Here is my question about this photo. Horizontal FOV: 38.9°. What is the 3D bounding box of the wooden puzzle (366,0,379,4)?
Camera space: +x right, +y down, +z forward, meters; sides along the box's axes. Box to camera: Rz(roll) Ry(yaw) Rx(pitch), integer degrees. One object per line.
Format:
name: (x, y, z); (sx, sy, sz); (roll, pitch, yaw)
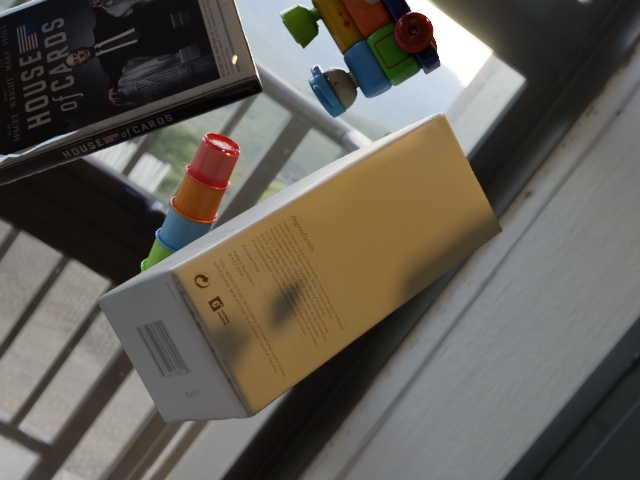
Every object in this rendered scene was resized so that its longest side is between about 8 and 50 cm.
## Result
wooden puzzle: (0.019, -0.444, 0.924); (0.348, 0.322, 0.080); (50, -35, -13)

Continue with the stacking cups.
stacking cups: (-0.219, -0.022, 1.447); (0.096, 0.316, 0.096); (20, 25, -9)

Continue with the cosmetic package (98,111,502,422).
cosmetic package: (-0.014, 0.022, 0.929); (0.197, 0.366, 0.155); (-20, -81, 57)

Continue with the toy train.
toy train: (0.015, -0.267, 0.986); (0.248, 0.143, 0.105); (60, 8, 4)

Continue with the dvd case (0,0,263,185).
dvd case: (-0.184, -0.160, 0.787); (0.029, 0.239, 0.179); (68, 3, -59)
